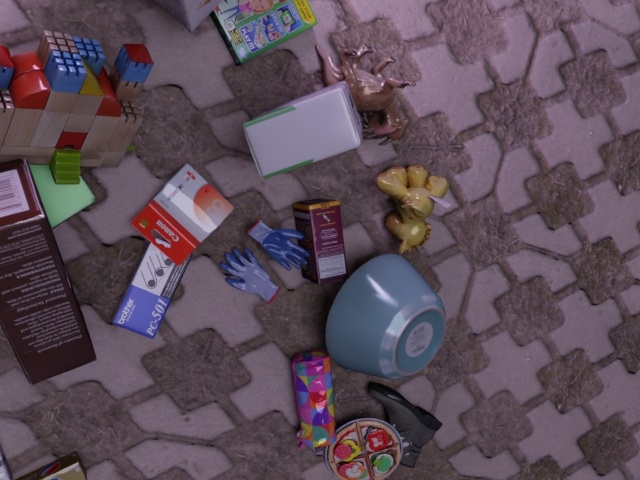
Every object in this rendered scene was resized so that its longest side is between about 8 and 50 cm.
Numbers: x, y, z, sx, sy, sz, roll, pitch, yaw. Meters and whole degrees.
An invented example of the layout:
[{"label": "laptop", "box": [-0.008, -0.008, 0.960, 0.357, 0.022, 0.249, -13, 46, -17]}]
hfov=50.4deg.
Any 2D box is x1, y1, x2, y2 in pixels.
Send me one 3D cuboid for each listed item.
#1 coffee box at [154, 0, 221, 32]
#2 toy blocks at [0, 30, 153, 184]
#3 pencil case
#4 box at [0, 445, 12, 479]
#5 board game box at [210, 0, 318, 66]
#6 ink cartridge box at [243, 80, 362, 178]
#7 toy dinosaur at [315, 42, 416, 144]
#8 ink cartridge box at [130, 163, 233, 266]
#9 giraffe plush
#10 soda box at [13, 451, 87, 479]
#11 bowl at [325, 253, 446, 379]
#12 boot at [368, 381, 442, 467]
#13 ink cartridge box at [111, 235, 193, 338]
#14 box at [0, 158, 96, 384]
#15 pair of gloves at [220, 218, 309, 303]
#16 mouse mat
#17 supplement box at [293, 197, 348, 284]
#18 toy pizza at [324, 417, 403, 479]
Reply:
[{"label": "coffee box", "box": [-0.266, -0.669, 1.244, 0.338, 0.334, 0.337, 40, 80, 3]}, {"label": "toy blocks", "box": [-0.472, -0.258, 1.235, 0.381, 0.261, 0.191, -4, 56, -42]}, {"label": "pencil case", "box": [-0.015, 0.386, 1.646, 0.104, 0.104, 0.236, -6, 97, -22]}, {"label": "box", "box": [-0.733, 0.437, 1.385, 0.145, 0.038, 0.186, -19, 104, -20]}, {"label": "board game box", "box": [-0.167, -0.580, 1.502, 0.213, 0.046, 0.317, -33, 107, -15]}, {"label": "ink cartridge box", "box": [-0.028, -0.241, 1.437, 0.211, 0.289, 0.121, -19, 104, 8]}, {"label": "toy dinosaur", "box": [0.096, -0.340, 1.606, 0.295, 0.127, 0.200, 24, 123, -7]}, {"label": "ink cartridge box", "box": [-0.299, -0.057, 1.479, 0.145, 0.045, 0.179, 44, 63, -14]}, {"label": "giraffe plush", "box": [0.225, -0.066, 1.671, 0.181, 0.210, 0.170, -9, 128, -25]}, {"label": "soda box", "box": [-0.593, 0.522, 1.439, 0.181, 0.061, 0.058, -23, 105, -18]}, {"label": "bowl", "box": [0.179, 0.203, 1.609, 0.311, 0.163, 0.311, -19, 122, -34]}, {"label": "boot", "box": [0.191, 0.485, 1.754, 0.246, 0.083, 0.161, 36, 88, -20]}, {"label": "ink cartridge box", "box": [-0.370, 0.102, 1.493, 0.097, 0.046, 0.207, 26, 86, -22]}, {"label": "box", "box": [-0.538, 0.065, 1.250, 0.143, 0.191, 0.381, -18, 136, -21]}, {"label": "pair of gloves", "box": [-0.126, 0.044, 1.568, 0.159, 0.023, 0.198, 38, 99, -14]}, {"label": "mouse mat", "box": [-0.584, -0.095, 1.404, 0.189, 0.007, 0.153, -36, 108, -16]}, {"label": "supplement box", "box": [0.000, 0.000, 1.603, 0.080, 0.104, 0.188, -11, 100, -22]}, {"label": "toy pizza", "box": [0.112, 0.540, 1.716, 0.201, 0.032, 0.201, -2, 109, -7]}]
